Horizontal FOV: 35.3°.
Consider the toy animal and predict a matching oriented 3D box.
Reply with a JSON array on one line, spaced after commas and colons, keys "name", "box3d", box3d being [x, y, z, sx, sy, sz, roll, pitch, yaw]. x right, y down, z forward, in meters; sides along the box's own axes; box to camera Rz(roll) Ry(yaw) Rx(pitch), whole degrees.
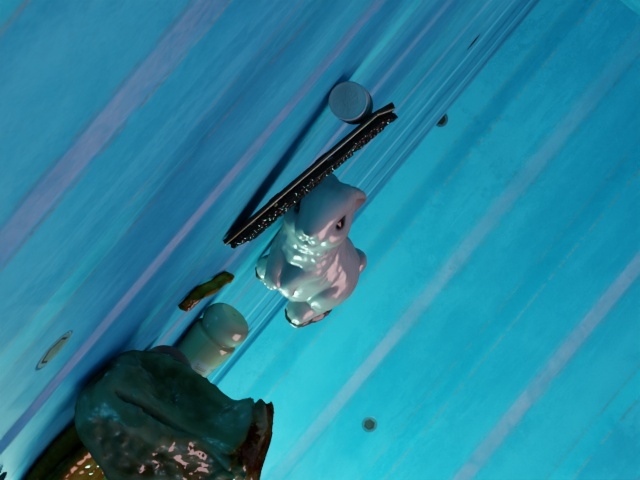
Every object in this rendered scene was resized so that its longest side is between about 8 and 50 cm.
[{"name": "toy animal", "box3d": [0.000, 0.000, 1.917, 0.258, 0.194, 0.357, -36, 160, -31]}]

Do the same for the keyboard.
[{"name": "keyboard", "box3d": [-0.014, -0.092, 1.488, 0.317, 0.027, 0.106, -39, 179, 24]}]

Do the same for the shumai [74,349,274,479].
[{"name": "shumai", "box3d": [-0.197, 0.243, 1.415, 0.222, 0.261, 0.225, -30, -145, 23]}]

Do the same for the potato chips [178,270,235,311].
[{"name": "potato chips", "box3d": [-0.181, 0.079, 1.672, 0.037, 0.026, 0.204, -48, 177, 18]}]

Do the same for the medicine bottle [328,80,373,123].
[{"name": "medicine bottle", "box3d": [0.044, -0.195, 1.430, 0.057, 0.057, 0.089, -51, 176, 8]}]

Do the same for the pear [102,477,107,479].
[{"name": "pear", "box3d": [-0.431, 0.511, 1.928, 0.178, 0.178, 0.178, -50, 175, -5]}]

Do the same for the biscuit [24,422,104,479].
[{"name": "biscuit", "box3d": [-0.374, 0.346, 1.582, 0.220, 0.066, 0.220, -45, 167, -13]}]

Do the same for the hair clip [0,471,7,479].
[{"name": "hair clip", "box3d": [-0.436, 0.333, 1.274, 0.054, 0.022, 0.137, -54, 175, 10]}]

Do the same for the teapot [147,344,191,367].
[{"name": "teapot", "box3d": [-0.282, 0.224, 1.643, 0.091, 0.124, 0.092, -36, -132, 47]}]

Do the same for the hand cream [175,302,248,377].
[{"name": "hand cream", "box3d": [-0.256, 0.249, 1.914, 0.306, 0.093, 0.147, -49, 174, 14]}]
